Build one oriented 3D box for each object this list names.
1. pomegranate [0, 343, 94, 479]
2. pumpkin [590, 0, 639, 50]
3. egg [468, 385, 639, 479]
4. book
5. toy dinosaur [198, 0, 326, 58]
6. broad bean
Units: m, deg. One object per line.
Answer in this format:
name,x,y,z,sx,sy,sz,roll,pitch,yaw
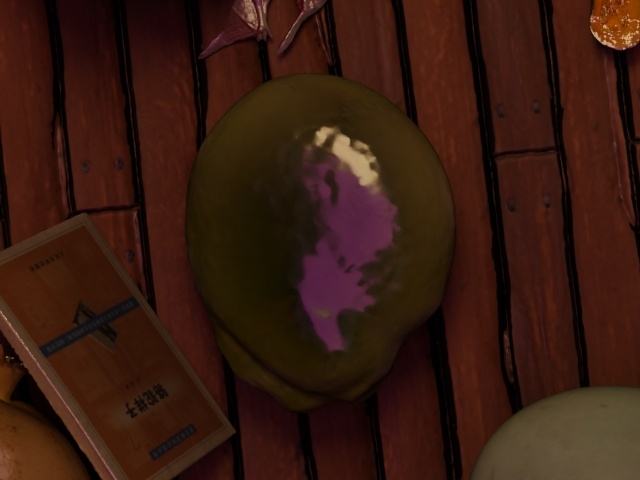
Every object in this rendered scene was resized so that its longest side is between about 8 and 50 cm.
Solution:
pomegranate,-0.316,0.236,1.543,0.319,0.319,0.319,0,90,5
pumpkin,0.260,-0.203,1.634,0.050,0.028,0.083,1,82,6
egg,0.291,0.279,1.508,0.389,0.276,0.276,36,93,1
book,-0.185,0.098,1.608,0.018,0.170,0.241,-37,87,34
toy dinosaur,-0.031,-0.239,1.656,0.220,0.032,0.108,-40,91,13
broad bean,0.000,0.000,1.611,0.238,0.119,0.291,-7,87,14
